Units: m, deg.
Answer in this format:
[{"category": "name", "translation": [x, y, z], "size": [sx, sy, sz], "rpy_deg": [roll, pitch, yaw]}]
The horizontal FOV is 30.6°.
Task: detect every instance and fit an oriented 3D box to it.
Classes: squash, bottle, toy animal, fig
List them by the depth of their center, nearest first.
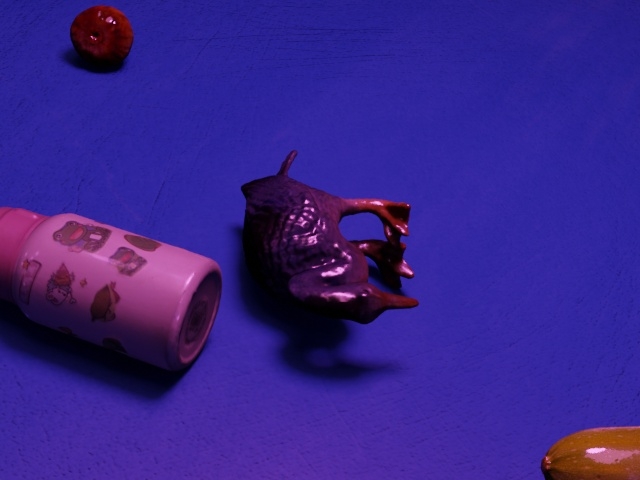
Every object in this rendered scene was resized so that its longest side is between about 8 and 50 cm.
[{"category": "squash", "translation": [0.290, 0.208, 1.058], "size": [0.188, 0.095, 0.095], "rpy_deg": [2, 35, -4]}, {"category": "bottle", "translation": [-0.232, 0.037, 1.158], "size": [0.253, 0.120, 0.120], "rpy_deg": [19, 35, 13]}, {"category": "toy animal", "translation": [0.000, 0.000, 1.261], "size": [0.185, 0.122, 0.298], "rpy_deg": [-15, 40, -30]}, {"category": "fig", "translation": [-0.302, -0.291, 1.666], "size": [0.089, 0.089, 0.125], "rpy_deg": [12, 12, 5]}]
